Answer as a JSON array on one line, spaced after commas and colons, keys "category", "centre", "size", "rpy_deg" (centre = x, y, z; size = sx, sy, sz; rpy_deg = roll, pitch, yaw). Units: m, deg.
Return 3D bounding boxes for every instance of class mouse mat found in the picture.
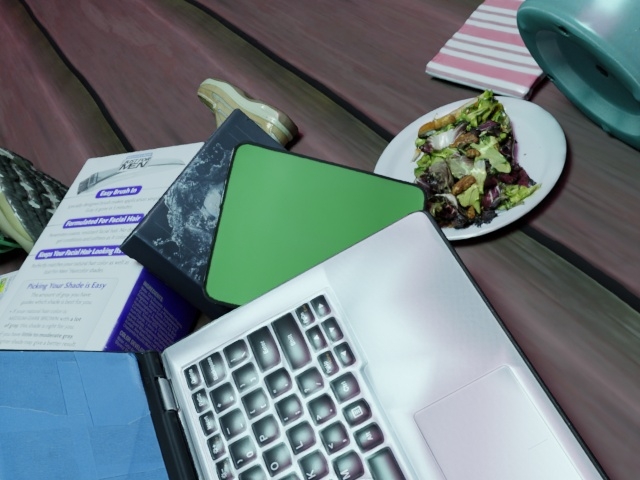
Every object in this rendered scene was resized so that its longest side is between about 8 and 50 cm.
[{"category": "mouse mat", "centre": [0.000, 0.000, 0.611], "size": [0.189, 0.007, 0.153], "rpy_deg": [13, 74, -9]}]

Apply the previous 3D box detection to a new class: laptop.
[{"category": "laptop", "centre": [-0.044, 0.159, 0.382], "size": [0.407, 0.236, 0.382], "rpy_deg": [-29, 57, 1]}]

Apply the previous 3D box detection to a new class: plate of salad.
[{"category": "plate of salad", "centre": [0.143, -0.085, 0.690], "size": [0.199, 0.048, 0.200], "rpy_deg": [-15, 46, 16]}]

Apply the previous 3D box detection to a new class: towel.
[{"category": "towel", "centre": [0.235, -0.242, 0.797], "size": [0.197, 0.029, 0.144], "rpy_deg": [-48, 46, -13]}]

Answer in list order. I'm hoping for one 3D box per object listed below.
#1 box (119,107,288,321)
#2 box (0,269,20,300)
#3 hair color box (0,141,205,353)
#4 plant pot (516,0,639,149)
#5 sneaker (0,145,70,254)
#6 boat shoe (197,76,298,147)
[{"category": "box", "centre": [-0.077, -0.009, 0.653], "size": [0.158, 0.156, 0.093], "rpy_deg": [-56, 14, -22]}, {"category": "box", "centre": [-0.383, 0.127, 0.806], "size": [0.114, 0.036, 0.207], "rpy_deg": [-15, 46, 17]}, {"category": "hair color box", "centre": [-0.229, 0.056, 0.732], "size": [0.185, 0.110, 0.339], "rpy_deg": [-3, 52, 29]}, {"category": "plant pot", "centre": [0.320, -0.222, 0.578], "size": [0.255, 0.271, 0.272], "rpy_deg": [-45, 43, 9]}, {"category": "sneaker", "centre": [-0.450, -0.026, 0.936], "size": [0.410, 0.158, 0.182], "rpy_deg": [28, 89, 45]}, {"category": "boat shoe", "centre": [-0.113, -0.157, 0.892], "size": [0.190, 0.068, 0.072], "rpy_deg": [32, 83, 44]}]
